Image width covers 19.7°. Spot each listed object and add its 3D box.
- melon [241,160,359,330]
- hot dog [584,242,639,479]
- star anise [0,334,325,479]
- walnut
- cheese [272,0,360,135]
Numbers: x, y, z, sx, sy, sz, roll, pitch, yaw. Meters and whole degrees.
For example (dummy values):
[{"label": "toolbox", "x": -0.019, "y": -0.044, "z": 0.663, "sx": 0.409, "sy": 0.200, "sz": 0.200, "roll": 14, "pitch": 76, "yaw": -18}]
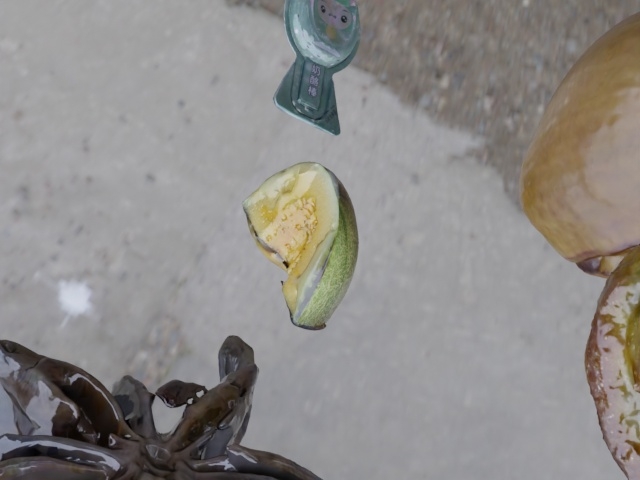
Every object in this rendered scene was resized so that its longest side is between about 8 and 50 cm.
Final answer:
[{"label": "melon", "x": 0.000, "y": 0.000, "z": 1.664, "sx": 0.079, "sy": 0.160, "sz": 0.128, "roll": 16, "pitch": 124, "yaw": -34}, {"label": "hot dog", "x": 0.172, "y": 0.067, "z": 0.868, "sx": 0.065, "sy": 0.099, "sz": 0.147, "roll": -4, "pitch": 98, "yaw": -25}, {"label": "star anise", "x": -0.077, "y": 0.120, "z": 0.857, "sx": 0.209, "sy": 0.231, "sz": 0.089, "roll": 43, "pitch": 121, "yaw": 25}, {"label": "walnut", "x": 0.268, "y": -0.075, "z": 1.462, "sx": 0.203, "sy": 0.203, "sz": 0.298, "roll": 42, "pitch": 149, "yaw": -11}, {"label": "cheese", "x": -0.001, "y": -0.135, "z": 1.272, "sx": 0.067, "sy": 0.121, "sz": 0.026, "roll": 23, "pitch": 155, "yaw": -32}]
